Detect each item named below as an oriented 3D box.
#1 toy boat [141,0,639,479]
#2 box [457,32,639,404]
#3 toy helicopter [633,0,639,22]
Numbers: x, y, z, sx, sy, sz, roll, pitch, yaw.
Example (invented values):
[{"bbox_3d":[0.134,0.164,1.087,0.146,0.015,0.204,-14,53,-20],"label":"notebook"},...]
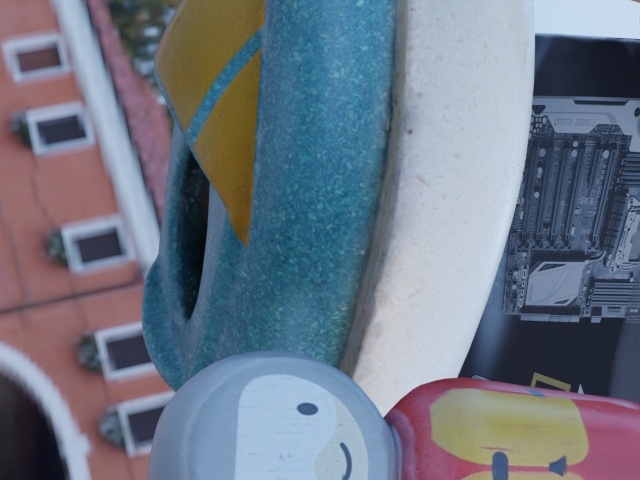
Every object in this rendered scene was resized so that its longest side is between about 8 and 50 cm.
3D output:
[{"bbox_3d":[0.000,0.000,0.585,0.318,0.148,0.267,-113,-150,-57],"label":"toy boat"},{"bbox_3d":[0.171,0.042,1.000,0.242,0.076,0.307,17,-86,59],"label":"box"},{"bbox_3d":[0.229,-0.299,1.402,0.235,0.140,0.355,21,-16,29],"label":"toy helicopter"}]
